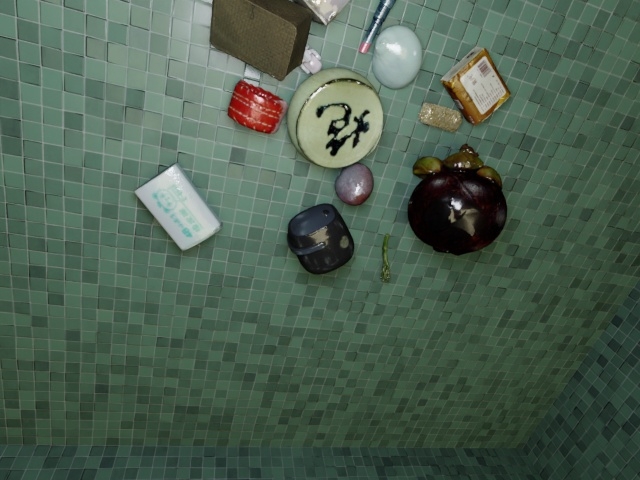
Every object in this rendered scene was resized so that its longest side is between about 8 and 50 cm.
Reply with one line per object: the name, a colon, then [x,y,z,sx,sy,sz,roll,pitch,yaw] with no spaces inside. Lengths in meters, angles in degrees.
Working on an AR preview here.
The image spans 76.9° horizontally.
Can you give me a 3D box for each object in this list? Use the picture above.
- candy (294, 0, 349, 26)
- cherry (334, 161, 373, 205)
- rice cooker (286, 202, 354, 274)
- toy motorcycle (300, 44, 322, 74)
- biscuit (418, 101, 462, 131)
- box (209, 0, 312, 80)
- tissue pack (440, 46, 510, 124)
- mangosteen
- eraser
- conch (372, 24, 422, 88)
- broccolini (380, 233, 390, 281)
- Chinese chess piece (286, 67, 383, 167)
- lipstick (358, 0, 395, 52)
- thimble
candy: [-0.014,-0.780,1.246,0.184,0.195,0.137,35,108,-29]
cherry: [0.139,-0.220,1.588,0.140,0.176,0.176,14,115,-38]
rice cooker: [0.000,0.000,1.632,0.267,0.267,0.225,-24,123,1]
toy motorcycle: [-0.092,-0.656,1.340,0.254,0.112,0.112,37,105,-27]
biscuit: [0.470,-0.482,1.575,0.168,0.070,0.082,11,123,-19]
box: [-0.180,-0.644,1.226,0.273,0.143,0.184,28,139,3]
tissue pack: [0.593,-0.582,1.533,0.183,0.092,0.226,-41,119,11]
mangosteen: [0.529,-0.149,1.600,0.380,0.381,0.422,-15,106,-4]
eraser: [-0.529,-0.122,1.521,0.189,0.104,0.290,-30,112,7]
conch: [0.271,-0.641,1.434,0.184,0.121,0.221,-10,129,28]
broccolini: [0.303,0.080,1.857,0.054,0.051,0.239,-3,111,-3]
Chinese chess piece: [0.054,-0.428,1.440,0.349,0.146,0.350,-10,128,-13]
lipstick: [0.198,-0.757,1.380,0.053,0.053,0.234,20,113,-21]
thimble: [-0.216,-0.455,1.390,0.189,0.163,0.125,17,114,-19]
